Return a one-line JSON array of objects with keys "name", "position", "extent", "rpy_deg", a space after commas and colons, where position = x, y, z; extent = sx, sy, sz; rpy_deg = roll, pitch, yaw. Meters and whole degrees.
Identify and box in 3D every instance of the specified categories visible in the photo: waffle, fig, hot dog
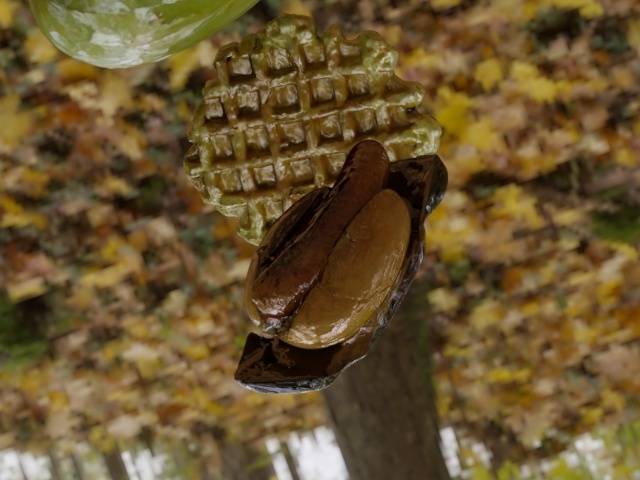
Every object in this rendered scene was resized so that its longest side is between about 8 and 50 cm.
[{"name": "waffle", "position": [-0.017, -0.129, 1.980], "extent": [0.325, 0.302, 0.068], "rpy_deg": [-57, 175, 22]}, {"name": "fig", "position": [-0.179, -0.337, 1.820], "extent": [0.326, 0.258, 0.258], "rpy_deg": [-13, -179, 0]}, {"name": "hot dog", "position": [0.005, 0.002, 1.715], "extent": [0.194, 0.107, 0.326], "rpy_deg": [-2, -132, 25]}]
